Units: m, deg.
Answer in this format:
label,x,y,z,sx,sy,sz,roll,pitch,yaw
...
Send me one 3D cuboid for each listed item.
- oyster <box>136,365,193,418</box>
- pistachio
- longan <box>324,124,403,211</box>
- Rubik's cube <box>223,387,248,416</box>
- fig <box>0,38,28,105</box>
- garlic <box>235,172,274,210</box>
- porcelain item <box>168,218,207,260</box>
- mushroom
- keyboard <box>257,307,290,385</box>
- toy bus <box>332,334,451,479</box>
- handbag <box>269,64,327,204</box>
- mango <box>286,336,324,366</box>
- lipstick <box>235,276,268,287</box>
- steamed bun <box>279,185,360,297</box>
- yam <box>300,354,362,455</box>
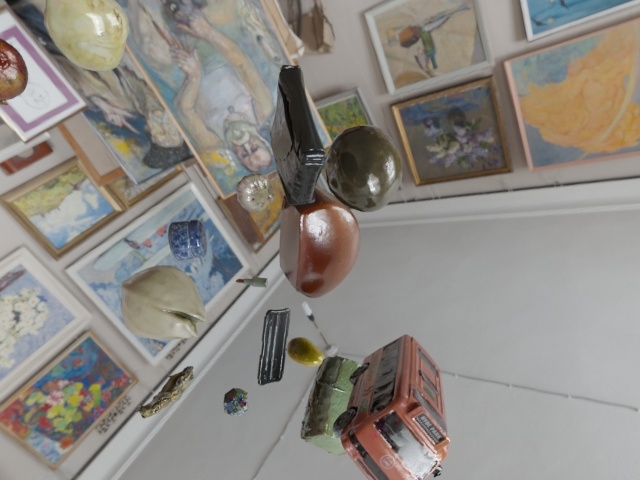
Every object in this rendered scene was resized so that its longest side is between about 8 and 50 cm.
label,x,y,z,sx,sy,sz,roll,pitch,yaw
oyster,-0.471,0.478,1.306,0.129,0.078,0.345,-38,-179,1
pistachio,-0.425,0.175,1.103,0.332,0.226,0.207,7,-121,48
longan,0.120,-0.187,1.106,0.249,0.248,0.248,-22,-153,12
Rubik's cube,-0.335,0.642,1.612,0.093,0.111,0.111,-1,-153,-5
fig,-1.022,-0.522,1.249,0.206,0.205,0.205,-22,-153,12
garlic,-0.247,-0.182,1.513,0.102,0.159,0.147,31,-86,39
porcelain item,-0.479,-0.003,1.480,0.115,0.147,0.147,-7,-154,-5
mushroom,-0.400,-0.368,0.696,0.148,0.148,0.112,-14,-143,26
keyboard,-0.156,0.355,1.356,0.106,0.261,0.016,2,-172,-41
toy bus,0.205,0.431,1.064,0.233,0.203,0.427,-41,178,16
handbag,-0.060,-0.220,0.888,0.080,0.246,0.223,-11,159,-12
mango,-0.060,0.450,1.628,0.161,0.076,0.103,24,-127,16
lipstick,-0.276,0.165,1.621,0.130,0.030,0.030,4,-134,4
steamed bun,0.000,0.000,1.431,0.249,0.378,0.235,-8,-151,-24
yam,0.054,0.538,1.322,0.201,0.203,0.271,-46,-160,52
